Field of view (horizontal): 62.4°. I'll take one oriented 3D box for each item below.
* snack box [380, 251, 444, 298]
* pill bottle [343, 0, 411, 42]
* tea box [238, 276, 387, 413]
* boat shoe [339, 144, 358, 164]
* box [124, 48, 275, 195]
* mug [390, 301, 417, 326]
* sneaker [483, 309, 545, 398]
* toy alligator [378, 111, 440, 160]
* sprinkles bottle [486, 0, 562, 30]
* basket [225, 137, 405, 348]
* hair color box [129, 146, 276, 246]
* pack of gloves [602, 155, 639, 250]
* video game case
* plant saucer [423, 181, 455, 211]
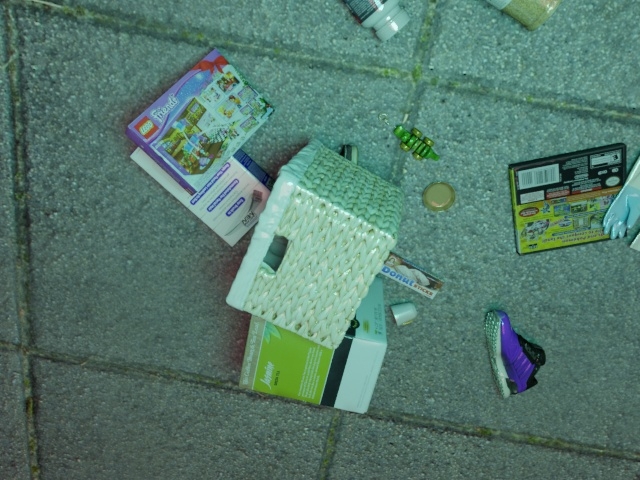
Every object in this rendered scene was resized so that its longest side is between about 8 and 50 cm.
[{"bbox_3d":[0.250,0.096,1.462,0.178,0.022,0.064,27,114,-8],"label":"snack box"},{"bbox_3d":[0.112,-0.531,1.155,0.108,0.108,0.180,-37,106,17],"label":"pill bottle"},{"bbox_3d":[-0.013,0.227,1.370,0.324,0.329,0.220,13,114,-1],"label":"tea box"},{"bbox_3d":[0.019,-0.114,1.347,0.092,0.103,0.285,16,119,-8],"label":"boat shoe"},{"bbox_3d":[-0.269,-0.275,1.221,0.201,0.057,0.293,45,65,-14],"label":"box"},{"bbox_3d":[0.238,0.205,1.499,0.064,0.078,0.062,-20,78,3],"label":"mug"},{"bbox_3d":[0.557,0.309,1.499,0.146,0.102,0.293,-14,116,5],"label":"sneaker"},{"bbox_3d":[0.219,-0.249,1.299,0.190,0.051,0.056,35,111,-11],"label":"toy alligator"},{"bbox_3d":[0.341,-0.585,1.109,0.355,0.121,0.121,30,112,-9],"label":"sprinkles bottle"},{"bbox_3d":[0.000,0.000,1.168,0.266,0.331,0.328,27,115,0],"label":"basket"},{"bbox_3d":[-0.280,-0.169,1.339,0.339,0.110,0.185,44,107,-12],"label":"hair color box"},{"bbox_3d":[0.828,-0.083,1.312,0.195,0.046,0.232,19,108,-13],"label":"pack of gloves"},{"bbox_3d":[0.631,-0.100,1.346,0.275,0.035,0.248,-11,112,7],"label":"video game case"},{"bbox_3d":[0.308,-0.115,1.371,0.083,0.015,0.083,2,114,4],"label":"plant saucer"}]
